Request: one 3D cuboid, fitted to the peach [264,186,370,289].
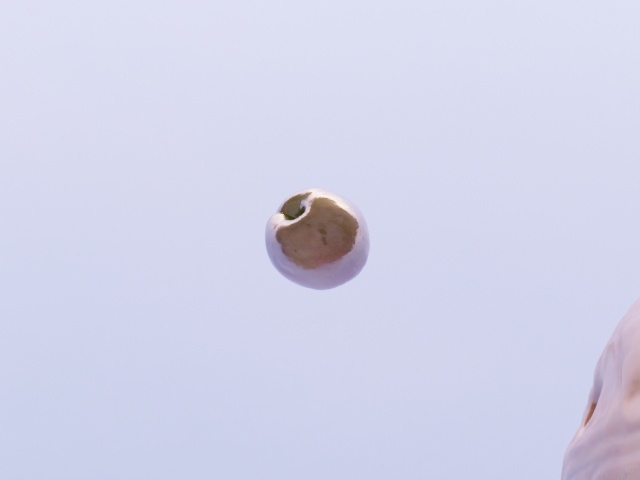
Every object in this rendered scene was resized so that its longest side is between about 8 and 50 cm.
[{"bbox_3d":[-0.001,0.001,0.973,0.083,0.083,0.083,-1,-117,3],"label":"peach"}]

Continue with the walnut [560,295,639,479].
[{"bbox_3d":[0.154,0.076,0.384,0.165,0.197,0.165,-3,-108,10],"label":"walnut"}]
